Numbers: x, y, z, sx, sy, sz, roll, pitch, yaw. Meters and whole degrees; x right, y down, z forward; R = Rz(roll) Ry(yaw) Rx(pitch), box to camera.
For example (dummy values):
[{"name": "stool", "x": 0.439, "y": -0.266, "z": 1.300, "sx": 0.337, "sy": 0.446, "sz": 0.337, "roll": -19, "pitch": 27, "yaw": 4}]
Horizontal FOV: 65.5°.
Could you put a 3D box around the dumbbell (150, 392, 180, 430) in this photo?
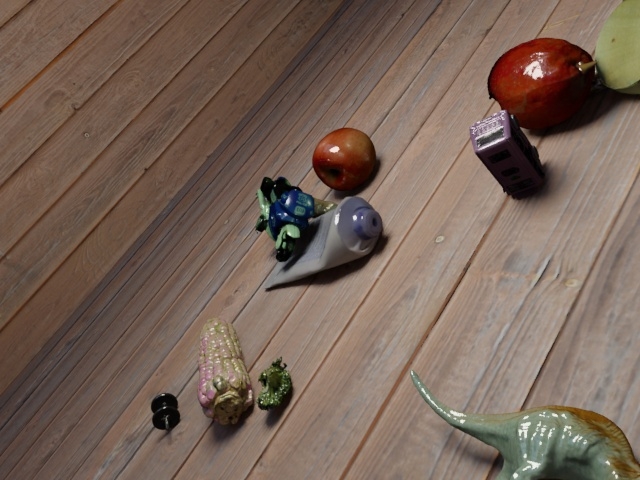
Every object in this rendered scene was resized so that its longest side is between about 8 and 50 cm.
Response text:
[{"name": "dumbbell", "x": -0.399, "y": 0.439, "z": 1.280, "sx": 0.069, "sy": 0.069, "sz": 0.147, "roll": -46, "pitch": 27, "yaw": -3}]

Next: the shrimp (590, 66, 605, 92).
[{"name": "shrimp", "x": 0.614, "y": -0.359, "z": 1.082, "sx": 0.114, "sy": 0.023, "sz": 0.083, "roll": -41, "pitch": 31, "yaw": 17}]

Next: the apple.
[{"name": "apple", "x": 0.069, "y": -0.241, "z": 1.464, "sx": 0.181, "sy": 0.181, "sz": 0.168, "roll": -12, "pitch": 44, "yaw": 45}]

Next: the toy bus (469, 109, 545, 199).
[{"name": "toy bus", "x": 0.369, "y": -0.164, "z": 0.981, "sx": 0.087, "sy": 0.178, "sz": 0.098, "roll": -24, "pitch": 47, "yaw": 34}]

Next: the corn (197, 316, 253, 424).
[{"name": "corn", "x": -0.246, "y": 0.304, "z": 1.215, "sx": 0.127, "sy": 0.126, "sz": 0.335, "roll": -44, "pitch": 26, "yaw": 1}]

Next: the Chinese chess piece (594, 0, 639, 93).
[{"name": "Chinese chess piece", "x": 0.617, "y": -0.375, "z": 0.946, "sx": 0.188, "sy": 0.083, "sz": 0.188, "roll": 180, "pitch": 90, "yaw": -75}]

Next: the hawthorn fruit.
[{"name": "hawthorn fruit", "x": 0.482, "y": -0.339, "z": 1.047, "sx": 0.189, "sy": 0.189, "sz": 0.251, "roll": -53, "pitch": 20, "yaw": -16}]

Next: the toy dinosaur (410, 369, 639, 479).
[{"name": "toy dinosaur", "x": 0.252, "y": 0.274, "z": 0.630, "sx": 0.205, "sy": 0.092, "sz": 0.393, "roll": -48, "pitch": 27, "yaw": -7}]

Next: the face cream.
[{"name": "face cream", "x": 0.000, "y": 0.000, "z": 1.323, "sx": 0.420, "sy": 0.137, "sz": 0.234, "roll": -20, "pitch": 38, "yaw": 51}]

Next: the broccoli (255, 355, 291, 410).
[{"name": "broccoli", "x": -0.102, "y": 0.304, "z": 1.056, "sx": 0.097, "sy": 0.092, "sz": 0.095, "roll": -31, "pitch": 39, "yaw": -13}]

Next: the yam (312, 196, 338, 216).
[{"name": "yam", "x": -0.025, "y": -0.109, "z": 1.545, "sx": 0.061, "sy": 0.061, "sz": 0.274, "roll": -50, "pitch": 30, "yaw": -10}]

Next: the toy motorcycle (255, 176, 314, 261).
[{"name": "toy motorcycle", "x": -0.101, "y": -0.082, "z": 1.426, "sx": 0.196, "sy": 0.125, "sz": 0.331, "roll": -63, "pitch": 24, "yaw": 22}]
